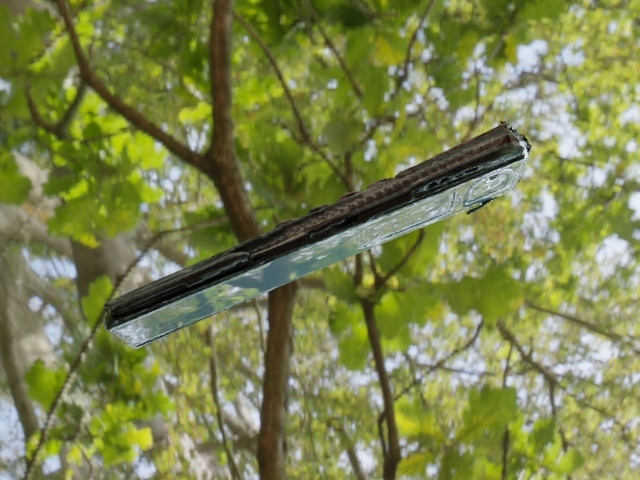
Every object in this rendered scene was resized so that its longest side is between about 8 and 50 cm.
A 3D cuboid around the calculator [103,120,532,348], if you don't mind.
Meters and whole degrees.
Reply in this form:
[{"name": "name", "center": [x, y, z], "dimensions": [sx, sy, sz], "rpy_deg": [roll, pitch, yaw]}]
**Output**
[{"name": "calculator", "center": [0.000, 0.000, 0.467], "dimensions": [0.172, 0.057, 0.018], "rpy_deg": [-24, -107, -2]}]
